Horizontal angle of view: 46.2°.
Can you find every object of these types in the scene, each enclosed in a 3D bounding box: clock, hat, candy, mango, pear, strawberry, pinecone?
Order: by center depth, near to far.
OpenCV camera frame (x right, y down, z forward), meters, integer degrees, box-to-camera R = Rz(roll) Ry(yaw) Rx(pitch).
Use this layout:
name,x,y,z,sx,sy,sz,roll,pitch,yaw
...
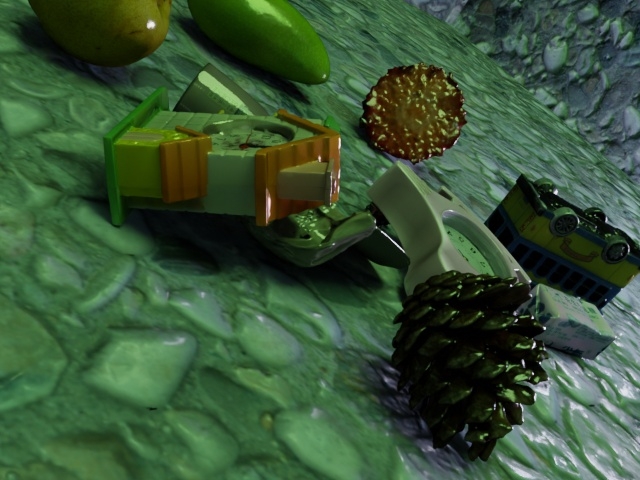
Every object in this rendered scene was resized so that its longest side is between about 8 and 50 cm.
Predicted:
name,x,y,z,sx,sy,sz,roll,pitch,yaw
pinecone,0.174,0.138,0.865,0.179,0.184,0.205,-11,57,-2
clock,-0.102,-0.106,0.921,0.255,0.106,0.220,3,27,4
hat,0.000,0.000,1.040,0.214,0.149,0.245,35,-16,43
pear,-0.331,-0.364,1.126,0.208,0.209,0.209,27,26,-15
clock,0.185,0.003,1.193,0.290,0.080,0.275,49,28,11
candy,0.419,0.140,1.291,0.160,0.073,0.092,20,33,-29
mango,-0.122,-0.435,1.542,0.343,0.156,0.192,33,26,-6
strawberry,0.195,-0.257,1.645,0.234,0.234,0.178,38,-6,8

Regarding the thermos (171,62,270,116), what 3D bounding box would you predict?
name,x,y,z,sx,sy,sz,roll,pitch,yaw
thermos,-0.130,-0.159,1.141,0.193,0.105,0.137,37,51,-11

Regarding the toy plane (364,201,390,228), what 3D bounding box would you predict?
name,x,y,z,sx,sy,sz,roll,pitch,yaw
toy plane,0.103,-0.047,1.278,0.060,0.037,0.145,46,27,16

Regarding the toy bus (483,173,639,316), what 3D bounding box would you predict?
name,x,y,z,sx,sy,sz,roll,pitch,yaw
toy bus,0.468,0.013,1.450,0.287,0.175,0.138,25,27,-20
